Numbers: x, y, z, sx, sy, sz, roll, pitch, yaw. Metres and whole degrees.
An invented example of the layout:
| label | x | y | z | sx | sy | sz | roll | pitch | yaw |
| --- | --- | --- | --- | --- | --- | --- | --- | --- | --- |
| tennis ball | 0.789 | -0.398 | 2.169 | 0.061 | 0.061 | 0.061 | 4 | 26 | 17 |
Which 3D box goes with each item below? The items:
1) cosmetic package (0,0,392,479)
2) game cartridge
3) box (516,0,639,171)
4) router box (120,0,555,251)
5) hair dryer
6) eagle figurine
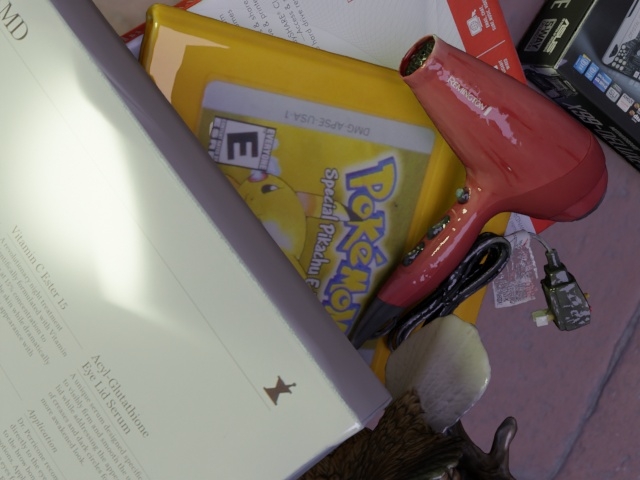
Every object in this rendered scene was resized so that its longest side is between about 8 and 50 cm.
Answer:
| label | x | y | z | sx | sy | sz | roll | pitch | yaw |
| --- | --- | --- | --- | --- | --- | --- | --- | --- | --- |
| cosmetic package | -0.187 | 0.029 | 0.403 | 0.284 | 0.097 | 0.377 | -40 | 77 | 11 |
| game cartridge | 0.000 | 0.000 | 0.546 | 0.324 | 0.053 | 0.285 | 9 | 104 | -23 |
| box | 0.374 | -0.198 | 0.704 | 0.308 | 0.076 | 0.242 | 30 | 95 | -27 |
| router box | 0.032 | -0.088 | 0.604 | 0.301 | 0.082 | 0.335 | -34 | 116 | -8 |
| hair dryer | 0.118 | -0.011 | 0.524 | 0.224 | 0.080 | 0.293 | -21 | 115 | -15 |
| eagle figurine | 0.020 | 0.196 | 0.437 | 0.299 | 0.225 | 0.226 | -3 | 131 | -37 |
